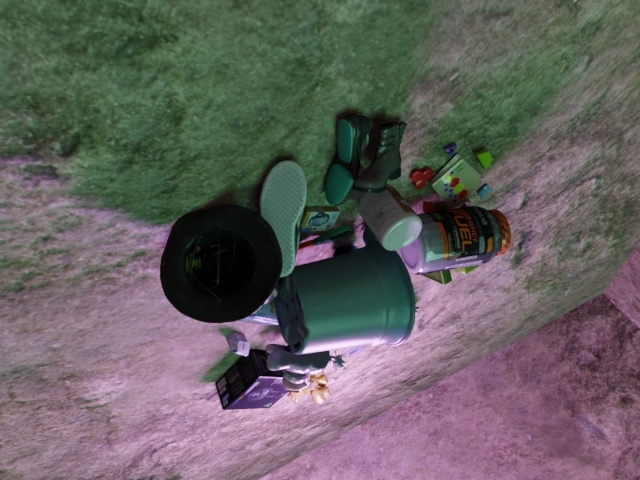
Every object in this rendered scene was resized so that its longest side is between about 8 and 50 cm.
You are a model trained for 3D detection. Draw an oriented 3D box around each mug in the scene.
[{"bbox_3d":[0.208,-0.009,1.503,0.129,0.097,0.158,-13,140,-23],"label":"mug"}]

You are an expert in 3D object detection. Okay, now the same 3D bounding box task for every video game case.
[{"bbox_3d":[0.218,0.493,2.145,0.212,0.023,0.193,-25,142,-9],"label":"video game case"}]

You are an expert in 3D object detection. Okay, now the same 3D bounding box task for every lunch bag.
[{"bbox_3d":[-0.302,0.387,1.619,0.053,0.083,0.071,-40,141,12],"label":"lunch bag"},{"bbox_3d":[-0.219,0.225,1.433,0.176,0.090,0.219,-3,163,39],"label":"lunch bag"}]

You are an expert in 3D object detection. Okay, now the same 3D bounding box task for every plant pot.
[{"bbox_3d":[0.053,0.188,1.341,0.334,0.341,0.341,-7,137,-24],"label":"plant pot"}]

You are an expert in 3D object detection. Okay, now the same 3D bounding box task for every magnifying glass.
[{"bbox_3d":[0.000,0.000,1.414,0.230,0.026,0.092,-18,166,-7],"label":"magnifying glass"}]

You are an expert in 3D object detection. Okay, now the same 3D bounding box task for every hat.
[{"bbox_3d":[-0.246,0.065,1.155,0.331,0.331,0.134,-35,168,6],"label":"hat"}]

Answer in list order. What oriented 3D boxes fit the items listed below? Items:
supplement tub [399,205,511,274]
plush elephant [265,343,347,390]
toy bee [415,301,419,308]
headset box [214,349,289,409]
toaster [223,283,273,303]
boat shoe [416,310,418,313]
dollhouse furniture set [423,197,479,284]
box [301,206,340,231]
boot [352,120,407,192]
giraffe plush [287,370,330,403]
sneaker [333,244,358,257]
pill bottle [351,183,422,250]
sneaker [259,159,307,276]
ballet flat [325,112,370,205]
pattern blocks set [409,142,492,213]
[{"bbox_3d":[0.458,-0.006,1.500,0.337,0.207,0.207,-9,139,-12],"label":"supplement tub"},{"bbox_3d":[-0.091,0.438,1.696,0.330,0.272,0.255,34,142,-25],"label":"plush elephant"},{"bbox_3d":[0.234,0.246,1.800,0.298,0.162,0.195,-22,175,9],"label":"toy bee"},{"bbox_3d":[-0.252,0.596,1.853,0.246,0.131,0.283,-45,141,19],"label":"headset box"},{"bbox_3d":[-0.242,0.120,1.284,0.185,0.168,0.110,-23,143,-11],"label":"toaster"},{"bbox_3d":[0.378,0.328,2.019,0.081,0.079,0.227,-46,144,12],"label":"boat shoe"},{"bbox_3d":[0.487,-0.009,1.720,0.197,0.151,0.302,-26,114,-17],"label":"dollhouse furniture set"},{"bbox_3d":[0.000,-0.066,1.354,0.136,0.028,0.081,-2,135,-30],"label":"box"},{"bbox_3d":[0.156,-0.228,1.154,0.246,0.083,0.161,-39,138,-51],"label":"boot"},{"bbox_3d":[-0.078,0.699,2.084,0.170,0.182,0.210,-21,159,23],"label":"giraffe plush"},{"bbox_3d":[0.065,0.077,1.533,0.084,0.058,0.152,9,124,-48],"label":"sneaker"},{"bbox_3d":[0.185,-0.092,1.282,0.131,0.229,0.131,-19,141,-16],"label":"pill bottle"},{"bbox_3d":[-0.109,-0.069,1.212,0.126,0.127,0.321,7,108,-5],"label":"sneaker"},{"bbox_3d":[0.085,-0.215,1.194,0.096,0.095,0.280,-25,146,-33],"label":"ballet flat"},{"bbox_3d":[0.460,-0.200,1.491,0.285,0.026,0.325,-36,135,7],"label":"pattern blocks set"}]
